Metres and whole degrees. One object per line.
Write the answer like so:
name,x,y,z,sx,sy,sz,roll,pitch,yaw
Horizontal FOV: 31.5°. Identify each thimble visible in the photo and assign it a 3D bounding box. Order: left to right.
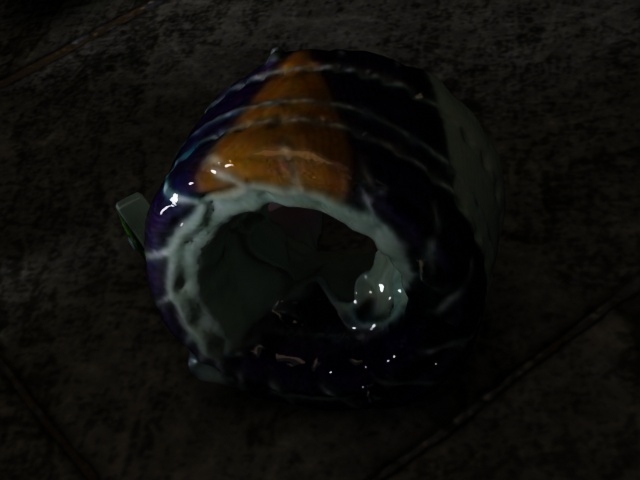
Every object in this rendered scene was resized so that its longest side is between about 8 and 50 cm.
thimble,0.000,0.000,0.750,0.237,0.237,0.150,2,40,17

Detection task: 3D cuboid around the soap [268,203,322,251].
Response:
soap,-0.056,-0.036,0.917,0.100,0.056,0.149,-25,43,-9

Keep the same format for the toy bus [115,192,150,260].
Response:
toy bus,-0.135,-0.001,0.914,0.031,0.037,0.083,-28,44,-14
